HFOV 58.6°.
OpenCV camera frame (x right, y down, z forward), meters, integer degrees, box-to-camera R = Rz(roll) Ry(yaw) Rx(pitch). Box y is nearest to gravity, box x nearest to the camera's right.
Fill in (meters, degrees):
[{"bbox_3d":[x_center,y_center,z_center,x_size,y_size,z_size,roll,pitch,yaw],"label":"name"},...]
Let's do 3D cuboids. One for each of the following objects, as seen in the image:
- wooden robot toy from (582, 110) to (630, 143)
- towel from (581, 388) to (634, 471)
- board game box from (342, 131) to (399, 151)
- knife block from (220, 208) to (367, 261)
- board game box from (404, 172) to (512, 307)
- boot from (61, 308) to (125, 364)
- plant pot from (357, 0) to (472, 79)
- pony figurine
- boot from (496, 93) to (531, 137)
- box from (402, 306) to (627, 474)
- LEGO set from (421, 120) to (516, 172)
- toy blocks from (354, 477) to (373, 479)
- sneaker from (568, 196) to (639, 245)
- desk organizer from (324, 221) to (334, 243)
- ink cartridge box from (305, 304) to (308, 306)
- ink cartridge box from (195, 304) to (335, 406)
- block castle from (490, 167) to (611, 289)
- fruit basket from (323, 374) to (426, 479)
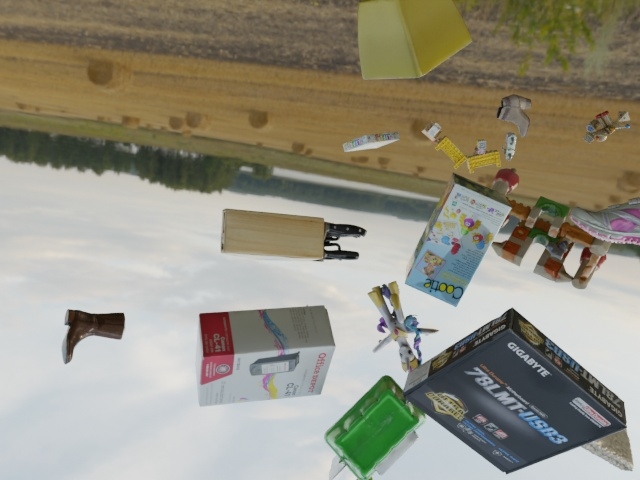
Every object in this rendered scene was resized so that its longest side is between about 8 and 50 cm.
[{"bbox_3d":[0.824,-0.325,1.681,0.076,0.079,0.173,49,164,-4],"label":"wooden robot toy"},{"bbox_3d":[0.629,0.406,1.337,0.282,0.187,0.049,33,136,-22],"label":"towel"},{"bbox_3d":[0.161,-0.311,1.796,0.154,0.026,0.103,-15,-178,-41],"label":"board game box"},{"bbox_3d":[-0.043,-0.006,1.177,0.242,0.088,0.276,-1,173,19],"label":"knife block"},{"bbox_3d":[0.329,-0.004,1.398,0.144,0.275,0.142,25,-161,2],"label":"board game box"},{"bbox_3d":[-0.421,0.182,1.072,0.114,0.106,0.037,14,154,-36],"label":"boot"},{"bbox_3d":[0.213,-0.537,1.422,0.212,0.187,0.212,-38,-149,-24],"label":"plant pot"},{"bbox_3d":[0.317,0.355,2.351,0.303,0.363,0.351,-21,178,10],"label":"pony figurine"},{"bbox_3d":[0.519,-0.335,1.541,0.087,0.118,0.042,-5,-157,-8],"label":"boot"},{"bbox_3d":[0.364,0.305,1.105,0.295,0.293,0.073,39,-140,-8],"label":"box"},{"bbox_3d":[0.440,-0.284,1.739,0.287,0.132,0.107,9,-160,1],"label":"LEGO set"},{"bbox_3d":[0.142,0.721,1.574,0.054,0.123,0.148,-10,-127,-11],"label":"toy blocks"},{"bbox_3d":[0.699,-0.046,1.287,0.252,0.111,0.103,17,-178,26],"label":"sneaker"},{"bbox_3d":[0.000,0.000,1.665,0.047,0.050,0.130,11,147,-9],"label":"desk organizer"},{"bbox_3d":[-0.067,0.315,1.807,0.065,0.165,0.333,12,-172,10],"label":"ink cartridge box"},{"bbox_3d":[-0.138,0.275,1.359,0.306,0.226,0.131,-1,-135,-15],"label":"ink cartridge box"},{"bbox_3d":[0.805,-0.052,2.029,0.453,0.213,0.303,27,151,24],"label":"block castle"},{"bbox_3d":[0.151,0.492,1.496,0.165,0.327,0.353,45,173,17],"label":"fruit basket"}]
